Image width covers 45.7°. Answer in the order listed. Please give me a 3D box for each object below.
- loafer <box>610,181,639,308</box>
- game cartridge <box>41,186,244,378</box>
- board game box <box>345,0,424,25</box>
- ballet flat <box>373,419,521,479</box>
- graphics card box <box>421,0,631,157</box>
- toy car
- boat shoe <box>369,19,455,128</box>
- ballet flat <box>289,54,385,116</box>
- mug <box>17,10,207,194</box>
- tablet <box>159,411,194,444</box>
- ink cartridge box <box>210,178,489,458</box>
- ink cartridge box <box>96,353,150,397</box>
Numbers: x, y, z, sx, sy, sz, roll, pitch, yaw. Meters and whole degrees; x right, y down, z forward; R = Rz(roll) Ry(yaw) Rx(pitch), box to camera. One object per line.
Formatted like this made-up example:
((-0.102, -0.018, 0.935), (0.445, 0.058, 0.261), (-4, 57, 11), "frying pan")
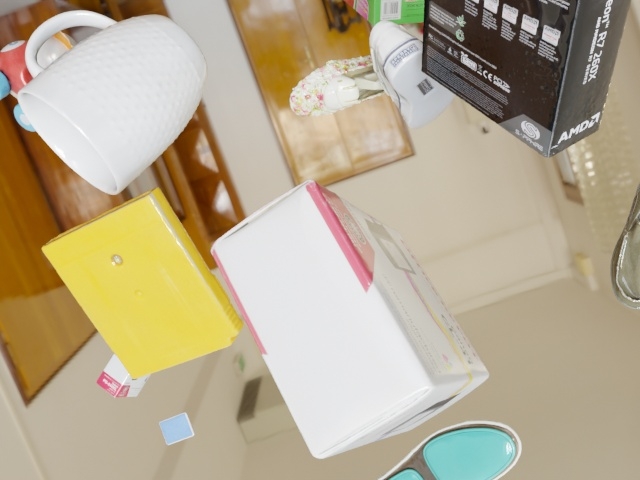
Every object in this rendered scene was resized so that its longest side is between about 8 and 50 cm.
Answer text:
((0.582, -0.002, 1.361), (0.094, 0.251, 0.087), (10, 179, 16), "loafer")
((-0.330, 0.091, 1.432), (0.285, 0.324, 0.053), (-21, -161, 26), "game cartridge")
((0.182, -0.560, 1.694), (0.242, 0.064, 0.316), (-8, -148, -13), "board game box")
((0.242, 0.475, 1.583), (0.400, 0.139, 0.139), (-37, -177, 21), "ballet flat")
((0.216, -0.297, 0.804), (0.094, 0.371, 0.233), (-28, -130, -22), "graphics card box")
((-0.634, -0.418, 1.750), (0.238, 0.210, 0.219), (-47, -174, 47), "toy car")
((0.131, -0.246, 1.135), (0.096, 0.088, 0.267), (-39, 161, 13), "boat shoe")
((0.060, -0.271, 1.303), (0.241, 0.091, 0.077), (-28, -144, -25), "ballet flat")
((-0.442, -0.335, 1.587), (0.328, 0.374, 0.276), (-48, 173, -22), "mug")
((-0.313, 0.410, 1.654), (0.083, 0.054, 0.006), (-26, 173, 28), "tablet")
((0.046, 0.085, 0.799), (0.131, 0.226, 0.306), (-35, 162, 14), "ink cartridge box")
((-0.425, 0.277, 1.732), (0.150, 0.063, 0.109), (-57, 163, -1), "ink cartridge box")
